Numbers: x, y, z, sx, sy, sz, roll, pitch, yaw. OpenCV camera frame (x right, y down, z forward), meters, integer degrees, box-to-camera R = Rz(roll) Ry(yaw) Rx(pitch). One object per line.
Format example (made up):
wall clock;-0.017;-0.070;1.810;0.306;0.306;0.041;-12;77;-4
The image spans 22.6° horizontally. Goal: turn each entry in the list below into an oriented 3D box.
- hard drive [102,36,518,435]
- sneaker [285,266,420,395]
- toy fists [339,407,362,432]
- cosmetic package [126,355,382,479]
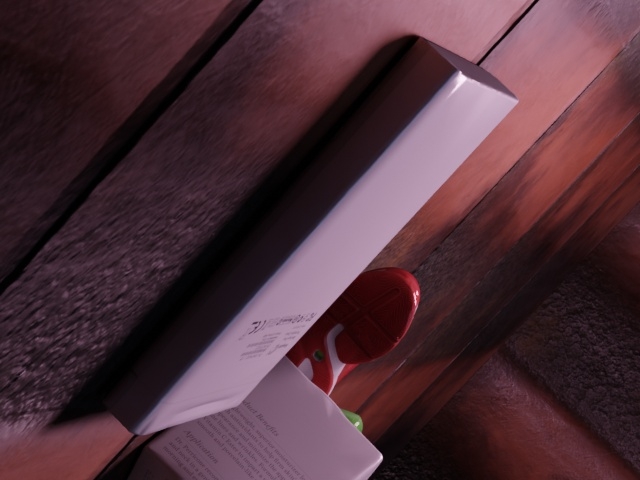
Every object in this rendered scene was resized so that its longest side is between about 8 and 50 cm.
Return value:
hard drive;0.000;0.000;1.239;0.353;0.047;0.233;-47;168;12
sneaker;0.041;0.068;1.564;0.221;0.087;0.128;-40;-177;44
toy fists;-0.050;0.304;1.961;0.279;0.096;0.142;-38;176;-37
cosmetic package;-0.072;0.230;1.502;0.183;0.151;0.151;-34;164;-38
